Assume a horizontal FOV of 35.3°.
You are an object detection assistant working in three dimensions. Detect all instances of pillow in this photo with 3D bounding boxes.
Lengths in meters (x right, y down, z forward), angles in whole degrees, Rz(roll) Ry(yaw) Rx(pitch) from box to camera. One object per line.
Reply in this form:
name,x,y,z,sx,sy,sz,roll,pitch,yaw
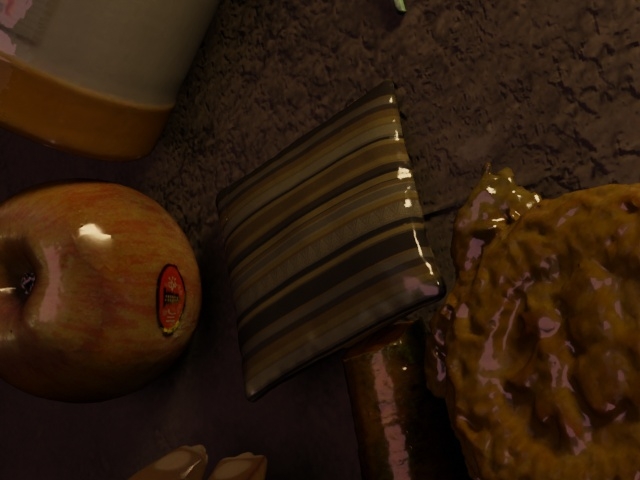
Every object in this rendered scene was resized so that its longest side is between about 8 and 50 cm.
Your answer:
pillow,0.000,0.000,0.833,0.208,0.052,0.212,-31,53,29

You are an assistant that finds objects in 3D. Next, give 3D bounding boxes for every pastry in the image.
pastry,0.187,0.087,0.657,0.235,0.132,0.240,16,91,46

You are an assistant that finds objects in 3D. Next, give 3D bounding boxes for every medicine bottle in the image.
medicine bottle,-0.217,-0.225,0.913,0.238,0.238,0.232,38,109,33

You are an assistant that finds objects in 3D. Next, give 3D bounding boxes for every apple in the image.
apple,-0.219,0.047,0.930,0.211,0.188,0.211,-2,87,35

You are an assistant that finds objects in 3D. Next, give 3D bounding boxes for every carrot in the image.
carrot,0.064,0.147,0.768,0.082,0.082,0.173,-24,76,35

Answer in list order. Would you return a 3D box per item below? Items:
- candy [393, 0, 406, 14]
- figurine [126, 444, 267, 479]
candy,0.041,-0.284,0.838,0.061,0.061,0.203,-17,85,36
figurine,-0.106,0.280,0.790,0.177,0.247,0.173,-9,104,19
